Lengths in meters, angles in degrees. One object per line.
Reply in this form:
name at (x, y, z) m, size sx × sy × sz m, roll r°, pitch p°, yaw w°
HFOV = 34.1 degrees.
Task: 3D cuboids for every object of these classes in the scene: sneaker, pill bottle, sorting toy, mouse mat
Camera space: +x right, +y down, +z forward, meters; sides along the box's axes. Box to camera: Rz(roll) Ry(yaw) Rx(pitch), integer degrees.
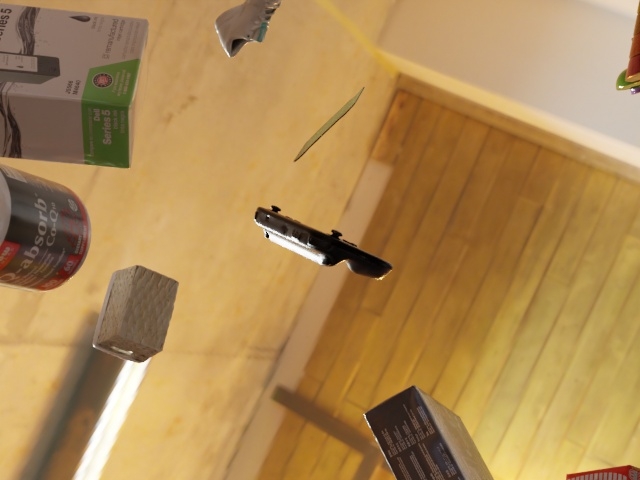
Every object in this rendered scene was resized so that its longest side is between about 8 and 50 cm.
sneaker at (-0.118, -0.432, 2.021) m, size 0.080 × 0.094 × 0.212 m, roll 5°, pitch -28°, yaw -42°
pill bottle at (-0.575, -0.031, 1.786) m, size 0.210 × 0.210 × 0.363 m, roll -65°, pitch -23°, yaw 1°
sorting toy at (0.488, -0.296, 1.536) m, size 0.365 × 0.127 × 0.126 m, roll -13°, pitch -90°, yaw -77°
mouse mat at (0.019, -0.246, 2.208) m, size 0.190 × 0.007 × 0.152 m, roll -41°, pitch 10°, yaw 24°

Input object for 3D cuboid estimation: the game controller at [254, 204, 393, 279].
game controller at (0.000, 0.000, 1.838) m, size 0.166 × 0.319 × 0.067 m, roll 14°, pitch -85°, yaw -27°

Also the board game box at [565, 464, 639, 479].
board game box at (0.460, 0.473, 1.700) m, size 0.147 × 0.045 × 0.193 m, roll -30°, pitch 43°, yaw 54°

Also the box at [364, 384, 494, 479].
box at (0.183, 0.340, 1.252) m, size 0.076 × 0.307 × 0.242 m, roll -32°, pitch -25°, yaw 8°

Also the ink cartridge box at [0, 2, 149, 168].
ink cartridge box at (-0.376, -0.210, 1.385) m, size 0.115 × 0.273 × 0.198 m, roll 100°, pitch 173°, yaw -45°

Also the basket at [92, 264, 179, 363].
basket at (-0.356, 0.140, 2.031) m, size 0.103 × 0.113 × 0.167 m, roll -26°, pitch 47°, yaw 50°
